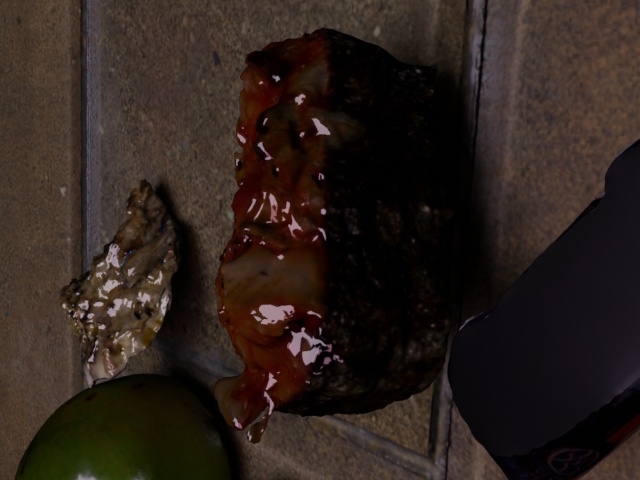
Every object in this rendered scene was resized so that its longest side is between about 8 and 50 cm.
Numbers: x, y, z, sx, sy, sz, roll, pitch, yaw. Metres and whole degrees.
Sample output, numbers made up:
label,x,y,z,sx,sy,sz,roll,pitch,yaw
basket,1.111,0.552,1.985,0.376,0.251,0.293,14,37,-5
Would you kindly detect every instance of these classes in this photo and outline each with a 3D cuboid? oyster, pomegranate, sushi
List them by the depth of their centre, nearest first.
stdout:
label,x,y,z,sx,sy,sz,roll,pitch,yaw
sushi,0.000,0.000,0.718,0.196,0.182,0.343,133,143,-66
pomegranate,-0.244,0.347,1.039,0.358,0.216,0.310,56,132,27
oyster,-0.253,0.058,1.060,0.214,0.083,0.223,-46,41,22

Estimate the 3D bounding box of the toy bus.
label,x,y,z,sx,sy,sz,roll,pitch,yaw
toy bus,0.214,0.046,0.581,0.127,0.147,0.303,56,130,29
